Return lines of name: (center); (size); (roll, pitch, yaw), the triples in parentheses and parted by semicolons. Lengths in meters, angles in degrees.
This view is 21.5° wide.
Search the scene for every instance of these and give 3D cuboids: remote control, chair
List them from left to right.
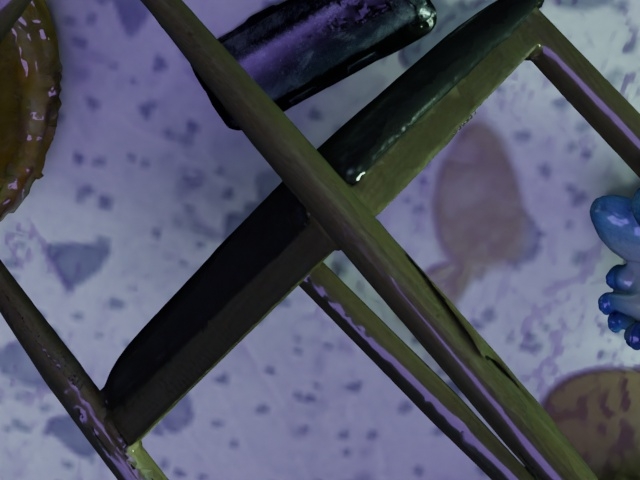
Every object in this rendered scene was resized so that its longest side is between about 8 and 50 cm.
remote control: (-0.004, -0.076, 0.645); (0.096, 0.014, 0.039); (-27, 108, 16)
chair: (0.000, 0.000, 0.569); (0.272, 0.166, 0.188); (46, 133, 0)

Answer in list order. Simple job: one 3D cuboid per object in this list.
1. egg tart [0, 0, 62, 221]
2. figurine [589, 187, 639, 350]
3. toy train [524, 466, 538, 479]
egg tart: (-0.194, -0.058, 0.647); (0.191, 0.074, 0.191); (3, 117, 6)
figurine: (0.158, 0.020, 0.623); (0.114, 0.079, 0.114); (31, 145, 25)
toy train: (0.143, 0.131, 0.678); (0.172, 0.070, 0.099); (-22, 109, 27)
